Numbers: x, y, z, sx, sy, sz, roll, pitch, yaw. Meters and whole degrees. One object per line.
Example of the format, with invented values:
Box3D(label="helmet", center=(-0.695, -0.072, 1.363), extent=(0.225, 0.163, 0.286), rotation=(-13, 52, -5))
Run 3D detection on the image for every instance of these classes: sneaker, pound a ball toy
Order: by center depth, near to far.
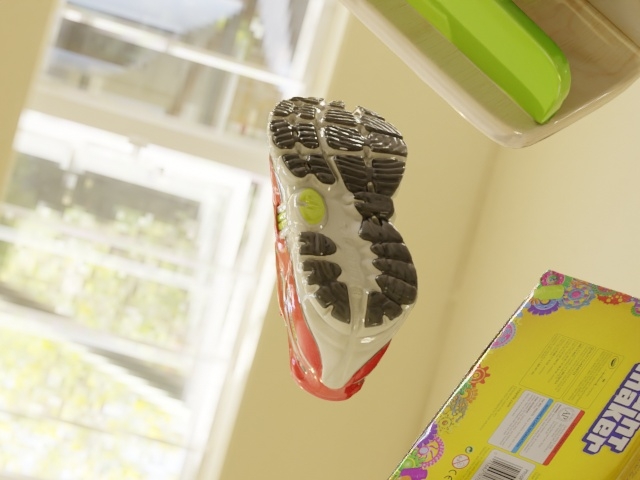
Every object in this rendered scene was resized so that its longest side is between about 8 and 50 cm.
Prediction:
Box3D(label="pound a ball toy", center=(0.077, -0.196, 0.740), extent=(0.319, 0.208, 0.135), rotation=(44, -135, 17))
Box3D(label="sneaker", center=(0.000, 0.000, 1.289), extent=(0.107, 0.118, 0.279), rotation=(12, -141, -10))

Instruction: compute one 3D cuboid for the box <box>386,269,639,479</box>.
Box3D(label="box", center=(0.212, 0.236, 1.496), extent=(0.177, 0.290, 0.279), rotation=(19, 147, 37))
